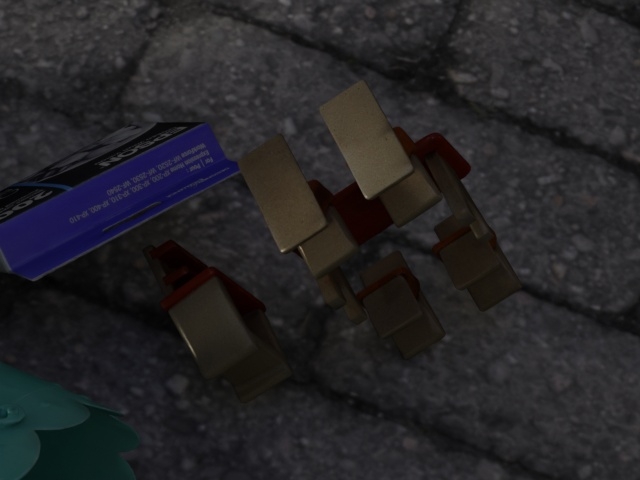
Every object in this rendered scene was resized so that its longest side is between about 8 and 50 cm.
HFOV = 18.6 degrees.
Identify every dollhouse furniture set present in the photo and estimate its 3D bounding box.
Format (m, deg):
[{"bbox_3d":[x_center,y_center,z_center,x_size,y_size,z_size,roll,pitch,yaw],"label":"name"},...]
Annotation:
[{"bbox_3d":[0.000,0.000,1.547,0.259,0.262,0.135,-33,60,9],"label":"dollhouse furniture set"}]

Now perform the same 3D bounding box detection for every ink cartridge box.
[{"bbox_3d":[-0.186,-0.036,1.574,0.206,0.208,0.045,-29,107,-24],"label":"ink cartridge box"}]

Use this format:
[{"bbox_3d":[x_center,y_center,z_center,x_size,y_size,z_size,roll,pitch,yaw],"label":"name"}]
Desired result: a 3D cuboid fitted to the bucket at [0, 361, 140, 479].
[{"bbox_3d":[-0.275,0.200,1.362,0.183,0.281,0.281,26,57,17],"label":"bucket"}]
